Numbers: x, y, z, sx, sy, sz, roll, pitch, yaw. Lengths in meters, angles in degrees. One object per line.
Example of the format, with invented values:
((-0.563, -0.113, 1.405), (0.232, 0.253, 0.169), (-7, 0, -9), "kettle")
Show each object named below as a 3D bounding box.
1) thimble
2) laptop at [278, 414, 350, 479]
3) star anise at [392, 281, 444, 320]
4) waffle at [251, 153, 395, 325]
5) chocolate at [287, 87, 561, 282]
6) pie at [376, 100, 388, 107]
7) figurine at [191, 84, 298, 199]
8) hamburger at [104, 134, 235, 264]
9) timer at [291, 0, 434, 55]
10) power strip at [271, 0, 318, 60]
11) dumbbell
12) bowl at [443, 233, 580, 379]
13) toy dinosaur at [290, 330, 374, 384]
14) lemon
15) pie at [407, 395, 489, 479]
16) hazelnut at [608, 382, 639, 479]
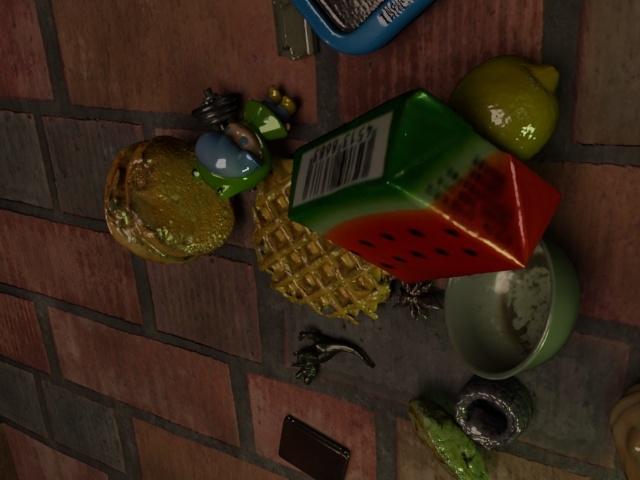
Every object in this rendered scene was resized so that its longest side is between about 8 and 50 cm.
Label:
((0.358, 0.351, 1.362), (0.150, 0.098, 0.150), (13, 115, 29), "thimble")
((-0.020, 0.575, 1.758), (0.207, 0.026, 0.154), (24, 123, 25), "laptop")
((0.211, 0.119, 1.381), (0.129, 0.056, 0.124), (27, 120, 41), "star anise")
((0.000, 0.000, 1.462), (0.379, 0.095, 0.382), (16, 120, 27), "waffle")
((0.157, -0.066, 1.115), (0.341, 0.161, 0.360), (29, 159, -25), "chocolate")
((0.153, -0.182, 1.254), (0.182, 0.049, 0.182), (-3, 117, -5), "pie")
((-0.156, -0.208, 1.387), (0.162, 0.263, 0.143), (37, 170, 21), "figurine")
((-0.353, -0.090, 1.513), (0.170, 0.314, 0.290), (-16, 67, 40), "hamburger")
((0.081, -0.520, 1.152), (0.340, 0.115, 0.309), (-35, 95, 39), "timer")
((-0.059, -0.502, 1.317), (0.092, 0.034, 0.268), (7, 113, 32), "power strip")
((-0.207, -0.228, 1.497), (0.110, 0.110, 0.254), (-11, 109, 37), "dumbbell")
((0.369, 0.111, 1.194), (0.289, 0.146, 0.289), (-34, 51, 56), "bowl")
((0.022, 0.291, 1.614), (0.179, 0.087, 0.187), (15, 143, -12), "toy dinosaur")
((0.298, -0.207, 1.110), (0.184, 0.184, 0.248), (48, 133, 7), "lemon")
((0.279, 0.439, 1.422), (0.090, 0.201, 0.248), (-39, 94, 1), "pie")
((0.639, 0.367, 1.121), (0.261, 0.241, 0.261), (8, 100, 58), "hazelnut")
